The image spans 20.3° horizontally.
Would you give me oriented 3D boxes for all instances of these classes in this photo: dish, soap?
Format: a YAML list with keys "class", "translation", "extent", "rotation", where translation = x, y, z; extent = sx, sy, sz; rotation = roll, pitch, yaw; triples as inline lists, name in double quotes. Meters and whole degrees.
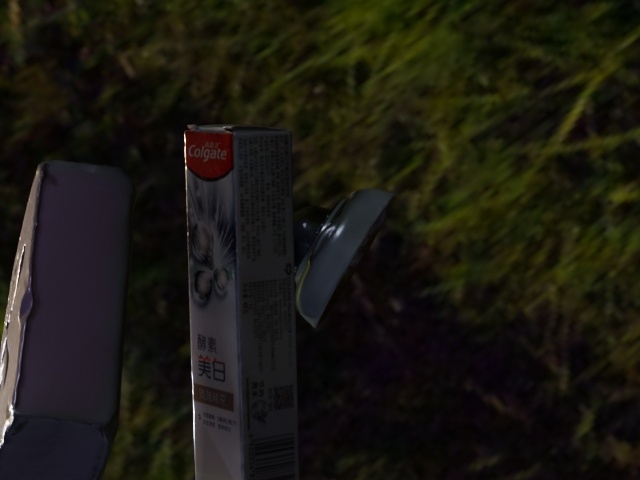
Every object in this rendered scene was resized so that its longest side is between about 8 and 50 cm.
- class: "dish"
  translation: [0.000, 0.000, 1.600]
  extent: [0.078, 0.141, 0.141]
  rotation: [31, 145, 4]
- class: "soap"
  translation: [-0.247, 0.120, 1.684]
  extent: [0.107, 0.296, 0.285]
  rotation: [9, 140, -13]

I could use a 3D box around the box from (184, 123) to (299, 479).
- class: "box"
  translation: [-0.044, 0.043, 1.012]
  extent: [0.055, 0.039, 0.218]
  rotation: [7, 101, 54]
